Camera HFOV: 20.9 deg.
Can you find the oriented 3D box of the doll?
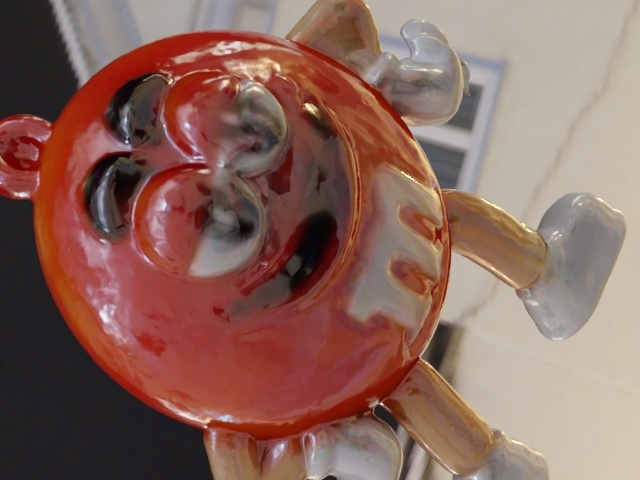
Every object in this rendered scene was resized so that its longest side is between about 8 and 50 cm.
[{"bbox_3d":[0.000,0.000,0.558,0.217,0.085,0.183,30,-117,-19],"label":"doll"}]
